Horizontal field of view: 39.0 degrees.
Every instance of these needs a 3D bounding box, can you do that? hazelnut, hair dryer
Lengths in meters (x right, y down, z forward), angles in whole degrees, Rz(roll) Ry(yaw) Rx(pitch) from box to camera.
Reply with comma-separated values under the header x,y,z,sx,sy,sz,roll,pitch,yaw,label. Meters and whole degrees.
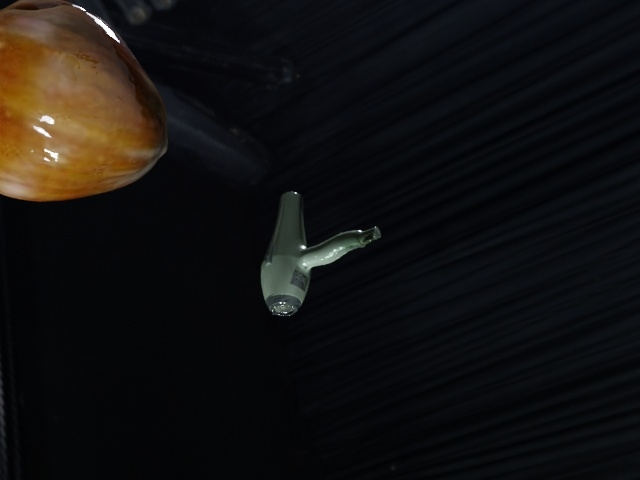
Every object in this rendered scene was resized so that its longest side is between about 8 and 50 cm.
x,y,z,sx,sy,sz,roll,pitch,yaw,label
-0.413,-0.211,1.405,0.372,0.315,0.372,25,-168,-6,hazelnut
-0.017,-0.013,1.468,0.088,0.225,0.219,34,-155,-39,hair dryer
